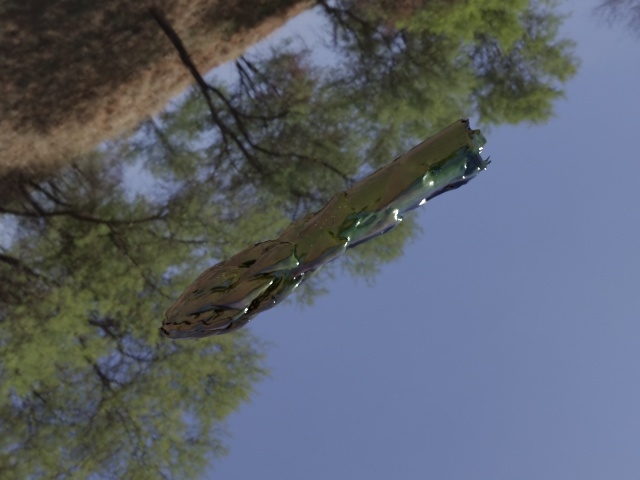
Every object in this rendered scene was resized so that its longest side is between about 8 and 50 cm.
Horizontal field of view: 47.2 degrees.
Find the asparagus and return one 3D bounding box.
[{"bbox_3d":[0.000,0.000,0.322,0.165,0.030,0.036,-32,-157,2],"label":"asparagus"}]
